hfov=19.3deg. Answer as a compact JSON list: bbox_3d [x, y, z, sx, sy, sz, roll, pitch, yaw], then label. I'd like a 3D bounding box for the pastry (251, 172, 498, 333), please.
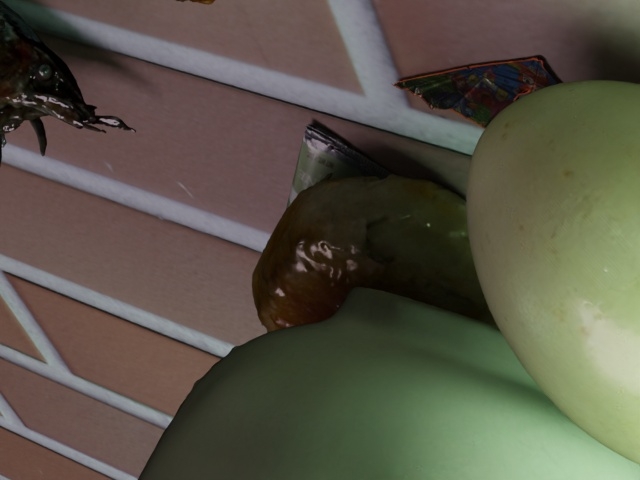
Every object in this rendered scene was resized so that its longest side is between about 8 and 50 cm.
[{"bbox_3d":[0.045,0.032,1.322,0.182,0.093,0.192,21,147,2],"label":"pastry"}]

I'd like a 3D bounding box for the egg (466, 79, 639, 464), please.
[{"bbox_3d":[0.188,0.019,1.025,0.254,0.188,0.188,41,156,5],"label":"egg"}]

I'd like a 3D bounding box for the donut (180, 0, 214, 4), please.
[{"bbox_3d":[-0.072,-0.197,1.073,0.187,0.126,0.144,28,161,19],"label":"donut"}]

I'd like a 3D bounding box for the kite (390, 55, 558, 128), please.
[{"bbox_3d":[0.125,-0.067,1.172,0.190,0.010,0.159,30,155,16],"label":"kite"}]

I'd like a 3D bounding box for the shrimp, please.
[{"bbox_3d":[-0.337,-0.154,1.461,0.410,0.166,0.221,39,-169,16],"label":"shrimp"}]

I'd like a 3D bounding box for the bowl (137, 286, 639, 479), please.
[{"bbox_3d":[0.070,0.142,1.161,0.354,0.185,0.354,19,175,2],"label":"bowl"}]

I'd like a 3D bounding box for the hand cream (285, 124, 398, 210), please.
[{"bbox_3d":[0.000,0.000,1.410,0.086,0.055,0.235,30,147,4],"label":"hand cream"}]
